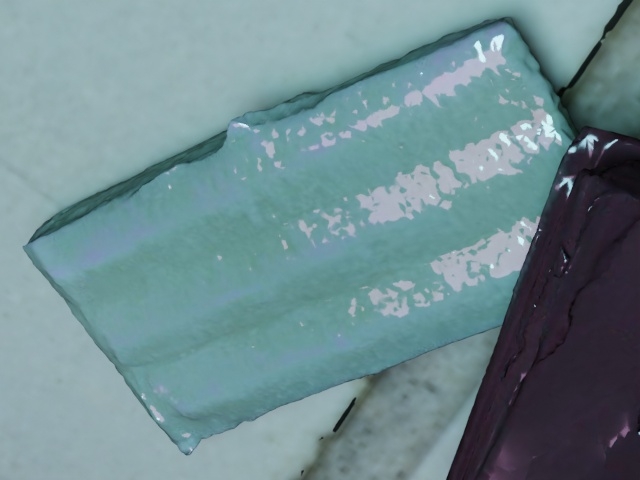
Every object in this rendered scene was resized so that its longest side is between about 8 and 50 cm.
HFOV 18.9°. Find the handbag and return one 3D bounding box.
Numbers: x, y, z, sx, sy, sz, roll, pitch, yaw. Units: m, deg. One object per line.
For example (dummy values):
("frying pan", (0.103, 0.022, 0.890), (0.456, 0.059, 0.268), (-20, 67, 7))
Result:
("handbag", (0.158, 0.067, 0.710), (0.203, 0.074, 0.216), (12, 117, -8))

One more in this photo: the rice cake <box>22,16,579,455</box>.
("rice cake", (0.000, 0.000, 0.764), (0.237, 0.043, 0.127), (-25, 107, 26))
